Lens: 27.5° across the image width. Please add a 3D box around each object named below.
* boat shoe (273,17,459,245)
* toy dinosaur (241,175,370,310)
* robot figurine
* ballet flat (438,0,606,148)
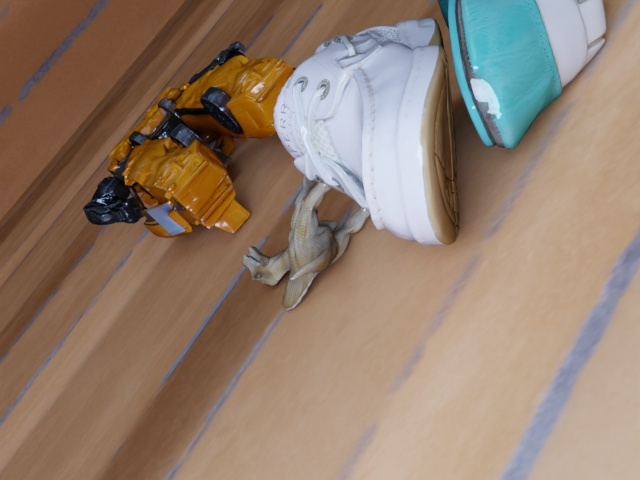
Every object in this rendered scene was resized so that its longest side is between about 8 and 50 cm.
[{"bbox_3d":[0.023,-0.060,0.702,0.096,0.098,0.277,-3,16,3],"label":"boat shoe"},{"bbox_3d":[0.000,0.000,0.782,0.092,0.053,0.183,-65,12,-7],"label":"toy dinosaur"},{"bbox_3d":[-0.107,-0.080,1.141,0.211,0.085,0.291,-50,17,-10],"label":"robot figurine"},{"bbox_3d":[0.111,-0.127,0.724,0.087,0.083,0.247,-17,24,9],"label":"ballet flat"}]
